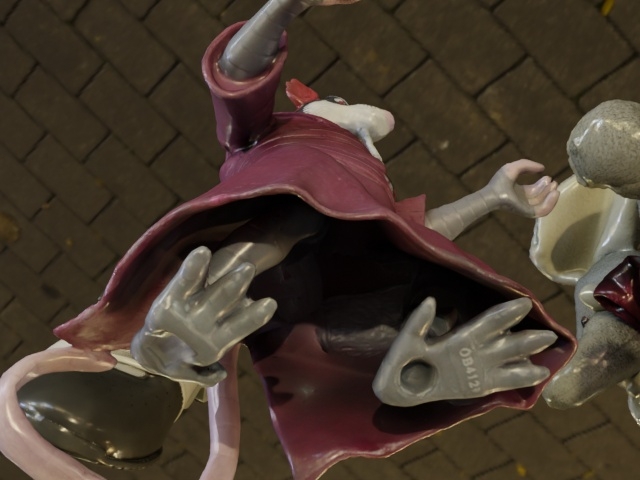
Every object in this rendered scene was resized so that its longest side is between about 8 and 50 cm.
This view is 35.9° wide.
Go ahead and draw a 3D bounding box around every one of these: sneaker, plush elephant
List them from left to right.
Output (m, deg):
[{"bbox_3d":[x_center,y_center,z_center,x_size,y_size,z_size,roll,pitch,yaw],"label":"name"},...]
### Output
[{"bbox_3d":[-0.134,0.069,0.773,0.122,0.330,0.146,25,100,3],"label":"sneaker"},{"bbox_3d":[0.278,0.046,0.778,0.272,0.330,0.255,52,129,13],"label":"plush elephant"}]

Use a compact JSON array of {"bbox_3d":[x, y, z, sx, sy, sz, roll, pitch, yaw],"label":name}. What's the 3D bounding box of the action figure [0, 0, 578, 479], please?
[{"bbox_3d":[0.000,0.000,0.601,0.275,0.370,0.248,-43,111,10],"label":"action figure"}]
